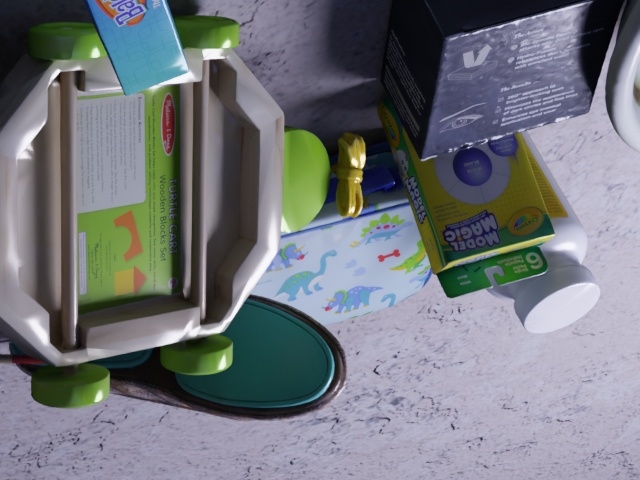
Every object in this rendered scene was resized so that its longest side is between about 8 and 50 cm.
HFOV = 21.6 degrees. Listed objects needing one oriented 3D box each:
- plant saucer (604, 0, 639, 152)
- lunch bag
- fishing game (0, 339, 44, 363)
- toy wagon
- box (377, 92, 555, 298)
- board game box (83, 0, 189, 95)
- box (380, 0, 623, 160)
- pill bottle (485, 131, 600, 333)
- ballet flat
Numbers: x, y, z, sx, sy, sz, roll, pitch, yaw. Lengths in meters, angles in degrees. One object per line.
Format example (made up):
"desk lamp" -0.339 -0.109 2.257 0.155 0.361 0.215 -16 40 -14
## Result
"plant saucer" 0.382 -0.236 1.363 0.400 0.101 0.400 -25 152 -15
"lunch bag" 0.000 0.000 1.482 0.219 0.090 0.176 -16 149 -14
"fishing game" -0.269 -0.004 1.285 0.189 0.041 0.264 -1 131 -6
"toy wagon" -0.108 -0.031 1.240 0.344 0.068 0.267 -11 109 -43
"box" 0.125 -0.048 1.410 0.105 0.179 0.043 -15 170 -18
"board game box" -0.142 -0.208 0.984 0.047 0.160 0.210 -22 149 -4
"box" 0.141 -0.161 1.331 0.156 0.093 0.158 -16 150 -15
"pill bottle" 0.175 -0.012 1.498 0.103 0.184 0.103 -18 149 -12
"ballet flat" -0.112 0.097 1.436 0.316 0.108 0.106 9 164 22
